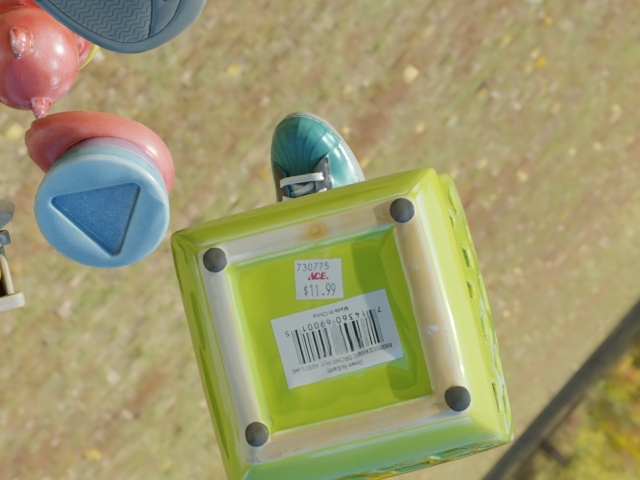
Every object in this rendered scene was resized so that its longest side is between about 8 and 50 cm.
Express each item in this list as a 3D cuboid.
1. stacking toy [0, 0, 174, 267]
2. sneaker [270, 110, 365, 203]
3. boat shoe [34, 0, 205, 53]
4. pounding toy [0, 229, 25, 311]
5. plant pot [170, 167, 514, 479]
[{"bbox_3d":[-0.301,-0.082,1.564,0.279,0.309,0.130,-18,-147,12],"label":"stacking toy"},{"bbox_3d":[0.000,0.000,1.950,0.108,0.302,0.121,-8,-162,21],"label":"sneaker"},{"bbox_3d":[-0.171,-0.249,0.947,0.118,0.320,0.103,-31,-147,12],"label":"boat shoe"},{"bbox_3d":[-0.426,0.025,1.551,0.269,0.155,0.154,-16,-170,-29],"label":"pounding toy"},{"bbox_3d":[0.015,0.070,1.202,0.228,0.227,0.207,-14,175,3],"label":"plant pot"}]
